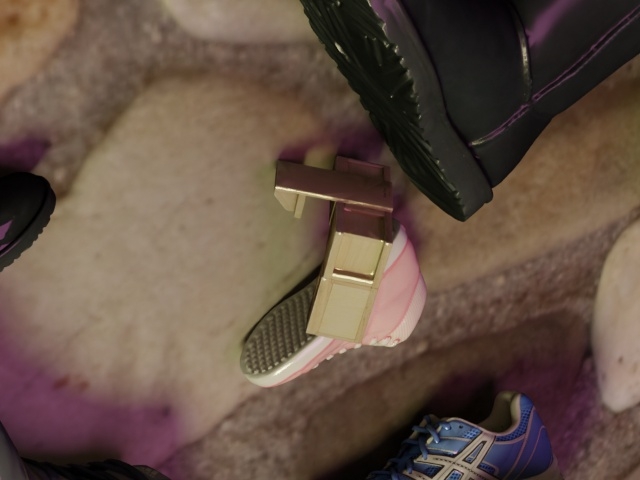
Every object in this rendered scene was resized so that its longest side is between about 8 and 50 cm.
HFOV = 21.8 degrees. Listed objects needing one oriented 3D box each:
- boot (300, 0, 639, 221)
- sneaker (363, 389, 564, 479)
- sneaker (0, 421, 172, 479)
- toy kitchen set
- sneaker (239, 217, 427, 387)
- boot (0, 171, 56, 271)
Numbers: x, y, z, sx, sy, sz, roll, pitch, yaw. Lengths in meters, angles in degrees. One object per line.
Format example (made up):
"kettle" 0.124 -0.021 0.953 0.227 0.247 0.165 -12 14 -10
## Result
"boot" 0.106 -0.148 0.943 0.207 0.094 0.246 -45 141 -8
"sneaker" 0.067 0.161 1.111 0.211 0.080 0.081 -15 96 -33
"sneaker" -0.140 0.156 0.906 0.121 0.111 0.300 -50 142 -23
"toy kitchen set" 0.000 0.000 0.961 0.068 0.083 0.075 12 123 -6
"sneaker" 0.015 0.054 1.007 0.134 0.051 0.070 -45 130 -19
"boot" -0.195 -0.018 0.793 0.121 0.045 0.099 -41 130 -16
